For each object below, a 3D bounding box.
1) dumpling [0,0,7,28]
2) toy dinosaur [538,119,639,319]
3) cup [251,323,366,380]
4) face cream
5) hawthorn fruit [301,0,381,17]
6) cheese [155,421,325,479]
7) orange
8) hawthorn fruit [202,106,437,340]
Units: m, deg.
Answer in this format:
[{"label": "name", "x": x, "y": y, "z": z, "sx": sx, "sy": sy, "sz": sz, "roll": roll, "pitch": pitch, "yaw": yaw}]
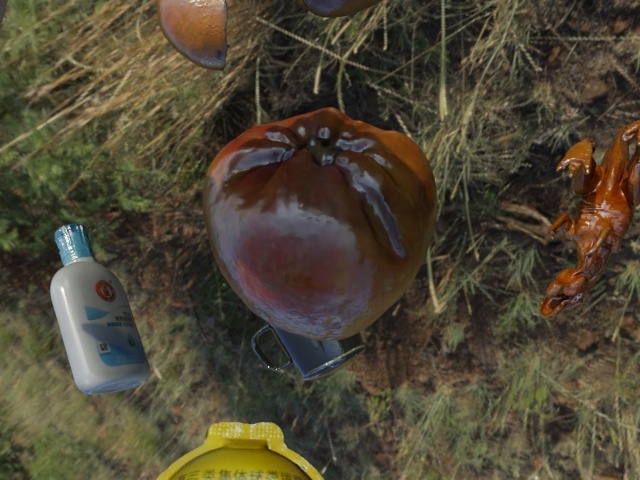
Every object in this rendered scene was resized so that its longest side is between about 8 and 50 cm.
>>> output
[{"label": "dumpling", "x": -0.278, "y": -0.178, "z": 0.380, "sx": 0.124, "sy": 0.151, "sz": 0.229, "roll": 50, "pitch": 168, "yaw": -7}, {"label": "toy dinosaur", "x": 0.407, "y": -0.092, "z": 0.758, "sx": 0.097, "sy": 0.432, "sz": 0.208, "roll": 23, "pitch": 160, "yaw": 35}, {"label": "cup", "x": -0.027, "y": 0.196, "z": 1.122, "sx": 0.176, "sy": 0.223, "sz": 0.169, "roll": 62, "pitch": -171, "yaw": 8}, {"label": "face cream", "x": -0.436, "y": 0.124, "z": 1.059, "sx": 0.080, "sy": 0.163, "sz": 0.336, "roll": -31, "pitch": 71, "yaw": 17}, {"label": "hawthorn fruit", "x": 0.041, "y": -0.620, "z": 1.201, "sx": 0.301, "sy": 0.267, "sz": 0.267, "roll": -26, "pitch": 112, "yaw": 28}, {"label": "cheese", "x": -0.062, "y": 0.266, "z": 0.409, "sx": 0.177, "sy": 0.270, "sz": 0.069, "roll": 4, "pitch": 138, "yaw": -10}, {"label": "orange", "x": -0.311, "y": -0.608, "z": 1.468, "sx": 0.310, "sy": 0.274, "sz": 0.274, "roll": 49, "pitch": 146, "yaw": 4}, {"label": "hawthorn fruit", "x": 0.000, "y": 0.000, "z": 0.674, "sx": 0.277, "sy": 0.277, "sz": 0.298, "roll": 26, "pitch": 134, "yaw": 19}]
